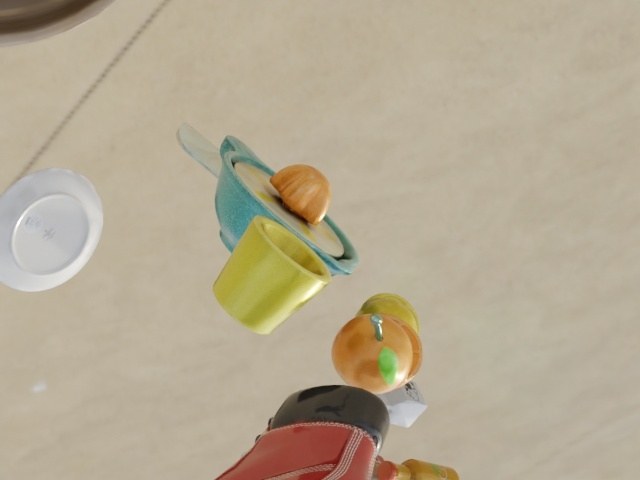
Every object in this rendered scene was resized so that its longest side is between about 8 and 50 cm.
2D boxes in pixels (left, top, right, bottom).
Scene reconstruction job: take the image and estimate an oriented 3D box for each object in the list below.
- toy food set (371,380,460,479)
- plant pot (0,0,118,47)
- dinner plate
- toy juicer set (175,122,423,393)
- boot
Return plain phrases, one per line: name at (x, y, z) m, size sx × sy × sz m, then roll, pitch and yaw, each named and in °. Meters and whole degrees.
toy food set at (0.057, 0.223, 1.590) m, size 0.104 × 0.232 × 0.111 m, roll 20°, pitch 120°, yaw -38°
plant pot at (-0.200, -0.241, 0.795) m, size 0.237 × 0.110 × 0.237 m, roll -5°, pitch 119°, yaw -10°
dinner plate at (-0.288, -0.008, 1.442) m, size 0.141 × 0.017 × 0.141 m, roll -19°, pitch 122°, yaw -34°
toy juicer set at (0.000, 0.000, 1.079) m, size 0.209 × 0.329 × 0.089 m, roll 35°, pitch 103°, yaw -24°
boot at (-0.065, 0.182, 0.882) m, size 0.244 × 0.176 × 0.088 m, roll -25°, pitch 115°, yaw 26°
